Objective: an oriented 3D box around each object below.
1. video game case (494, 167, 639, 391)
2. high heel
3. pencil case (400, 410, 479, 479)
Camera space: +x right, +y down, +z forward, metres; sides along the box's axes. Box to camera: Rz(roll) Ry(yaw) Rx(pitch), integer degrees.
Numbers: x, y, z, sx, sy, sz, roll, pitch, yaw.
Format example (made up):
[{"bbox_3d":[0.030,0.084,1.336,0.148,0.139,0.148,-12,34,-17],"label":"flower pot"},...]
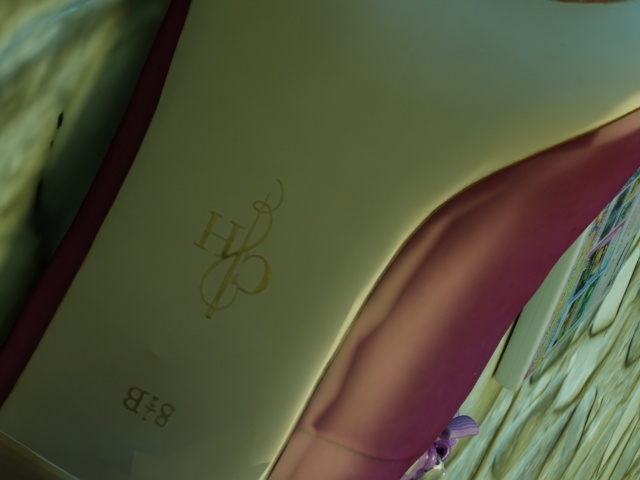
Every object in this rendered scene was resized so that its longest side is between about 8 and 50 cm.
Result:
[{"bbox_3d":[0.158,-0.006,1.070,0.143,0.019,0.157,-37,152,-52],"label":"video game case"},{"bbox_3d":[0.000,0.000,0.508,0.377,0.127,0.181,-48,169,-20],"label":"high heel"},{"bbox_3d":[-0.016,0.121,0.667,0.086,0.088,0.206,-26,143,-58],"label":"pencil case"}]
